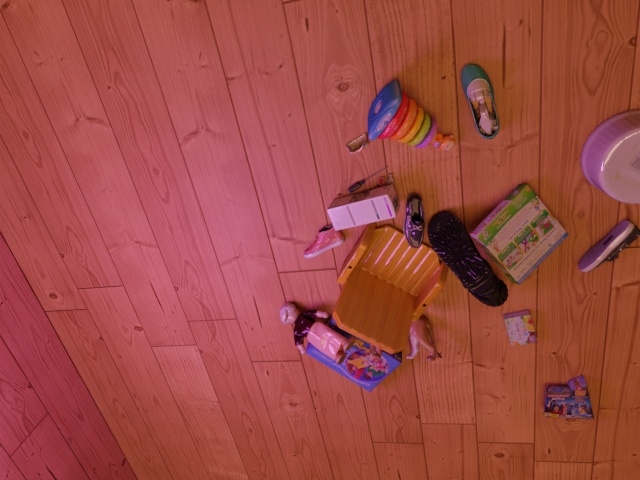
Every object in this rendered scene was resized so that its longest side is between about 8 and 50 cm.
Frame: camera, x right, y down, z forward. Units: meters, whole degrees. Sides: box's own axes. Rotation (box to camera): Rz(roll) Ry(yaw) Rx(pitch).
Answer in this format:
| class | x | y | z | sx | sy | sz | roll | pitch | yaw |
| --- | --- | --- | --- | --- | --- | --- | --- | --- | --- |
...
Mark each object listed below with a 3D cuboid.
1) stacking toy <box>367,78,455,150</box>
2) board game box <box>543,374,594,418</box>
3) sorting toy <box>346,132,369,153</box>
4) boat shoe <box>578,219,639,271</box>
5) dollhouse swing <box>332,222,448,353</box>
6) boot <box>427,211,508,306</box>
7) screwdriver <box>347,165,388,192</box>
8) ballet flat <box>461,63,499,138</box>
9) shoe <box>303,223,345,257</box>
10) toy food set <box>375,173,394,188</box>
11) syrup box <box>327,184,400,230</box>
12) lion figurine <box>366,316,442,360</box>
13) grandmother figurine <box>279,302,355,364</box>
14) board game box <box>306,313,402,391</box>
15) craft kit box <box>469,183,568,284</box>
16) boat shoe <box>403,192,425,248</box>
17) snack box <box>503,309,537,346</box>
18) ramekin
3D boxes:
| class | x | y | z | sx | sy | sz | roll | pitch | yaw |
| --- | --- | --- | --- | --- | --- | --- | --- | --- | --- |
| stacking toy | 0.310 | -0.362 | 1.523 | 0.302 | 0.165 | 0.175 | 23 | 131 | -18 |
| board game box | 1.036 | 0.651 | 1.964 | 0.194 | 0.060 | 0.193 | -2 | 117 | 13 |
| sorting toy | 0.128 | -0.320 | 1.606 | 0.083 | 0.075 | 0.044 | -28 | 109 | 24 |
| boat shoe | 1.000 | 0.034 | 1.626 | 0.076 | 0.080 | 0.228 | 32 | 112 | -5 |
| dollhouse swing | 0.253 | 0.173 | 1.722 | 0.347 | 0.305 | 0.315 | 28 | 120 | -3 |
| boot | 0.528 | 0.075 | 1.700 | 0.131 | 0.347 | 0.260 | -34 | 149 | 19 |
| screwdriver | 0.170 | -0.222 | 1.690 | 0.170 | 0.025 | 0.024 | -33 | 107 | 16 |
| ballet flat | 0.504 | -0.427 | 1.464 | 0.083 | 0.087 | 0.247 | -18 | 113 | 20 |
| shoe | 0.000 | 0.000 | 1.820 | 0.178 | 0.063 | 0.081 | -24 | 110 | 17 |
| toy food set | 0.230 | -0.178 | 1.696 | 0.078 | 0.019 | 0.122 | -4 | 118 | 14 |
| syrup box | 0.155 | -0.116 | 1.686 | 0.237 | 0.093 | 0.096 | -12 | 115 | 26 |
| lion figurine | 0.305 | 0.357 | 1.912 | 0.393 | 0.142 | 0.239 | 5 | 79 | -8 |
| grandmother figurine | -0.035 | 0.374 | 1.948 | 0.343 | 0.104 | 0.207 | 33 | 89 | 24 |
| board game box | 0.143 | 0.484 | 2.045 | 0.347 | 0.078 | 0.233 | 33 | 120 | -7 |
| craft kit box | 0.679 | -0.020 | 1.609 | 0.250 | 0.061 | 0.246 | -45 | 107 | -1 |
| boat shoe | 0.337 | -0.064 | 1.689 | 0.075 | 0.065 | 0.205 | -3 | 106 | 4 |
| snack box | 0.788 | 0.347 | 1.860 | 0.100 | 0.037 | 0.141 | -16 | 114 | 21 |
| ramekin | 0.966 | -0.247 | 1.440 | 0.278 | 0.135 | 0.276 | 5 | 119 | 9 |
